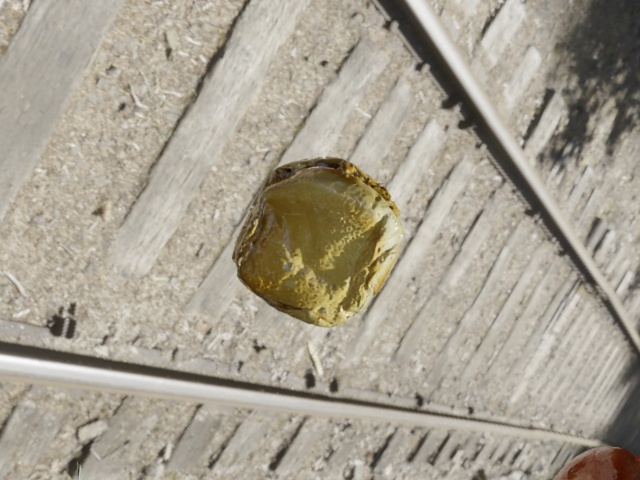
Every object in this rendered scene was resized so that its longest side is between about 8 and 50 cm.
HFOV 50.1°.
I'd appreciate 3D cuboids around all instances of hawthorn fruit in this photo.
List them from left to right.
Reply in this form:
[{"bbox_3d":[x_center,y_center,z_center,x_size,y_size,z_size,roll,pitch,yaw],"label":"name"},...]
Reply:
[{"bbox_3d":[0.237,0.226,0.546,0.128,0.128,0.128,-32,138,-34],"label":"hawthorn fruit"}]

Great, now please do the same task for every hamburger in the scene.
[{"bbox_3d":[0.002,0.000,0.848,0.108,0.214,0.213,-81,-171,-71],"label":"hamburger"}]

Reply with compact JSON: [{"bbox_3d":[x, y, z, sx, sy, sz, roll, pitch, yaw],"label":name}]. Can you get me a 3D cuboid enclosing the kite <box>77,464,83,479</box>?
[{"bbox_3d":[-0.384,0.487,1.156,0.012,0.229,0.250,-13,160,-14],"label":"kite"}]
